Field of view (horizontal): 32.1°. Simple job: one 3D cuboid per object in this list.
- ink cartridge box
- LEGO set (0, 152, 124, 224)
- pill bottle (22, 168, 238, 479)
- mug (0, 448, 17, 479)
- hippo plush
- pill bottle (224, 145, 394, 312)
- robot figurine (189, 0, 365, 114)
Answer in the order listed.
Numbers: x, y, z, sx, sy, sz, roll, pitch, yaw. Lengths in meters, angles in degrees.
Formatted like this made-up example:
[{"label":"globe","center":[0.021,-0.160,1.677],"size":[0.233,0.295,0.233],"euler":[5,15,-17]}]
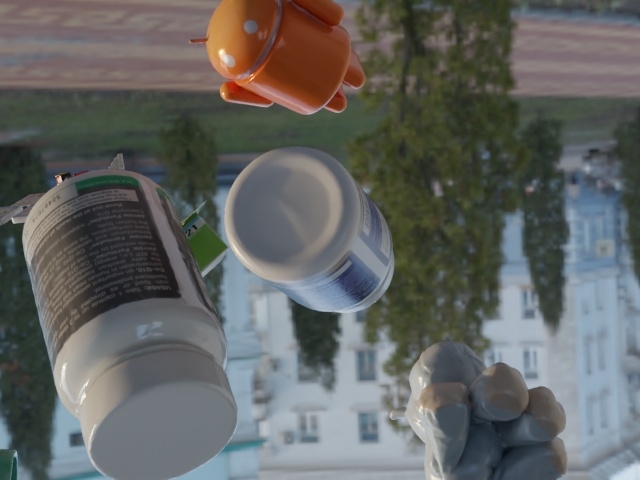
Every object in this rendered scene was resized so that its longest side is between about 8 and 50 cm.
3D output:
[{"label":"ink cartridge box","center":[-0.271,0.042,2.128],"size":[0.189,0.097,0.255],"euler":[-43,-179,-17]},{"label":"LEGO set","center":[-0.440,-0.087,1.851],"size":[0.182,0.060,0.244],"euler":[-5,-163,16]},{"label":"pill bottle","center":[-0.231,0.096,1.338],"size":[0.204,0.204,0.361],"euler":[-4,-138,-23]},{"label":"mug","center":[-0.426,0.322,1.362],"size":[0.097,0.129,0.158],"euler":[2,163,-11]},{"label":"hippo plush","center":[0.236,0.281,1.691],"size":[0.234,0.294,0.236],"euler":[0,-159,-6]},{"label":"pill bottle","center":[0.000,0.000,1.299],"size":[0.153,0.153,0.264],"euler":[-2,165,15]},{"label":"robot figurine","center":[-0.051,-0.237,1.394],"size":[0.219,0.128,0.158],"euler":[23,161,-29]}]
